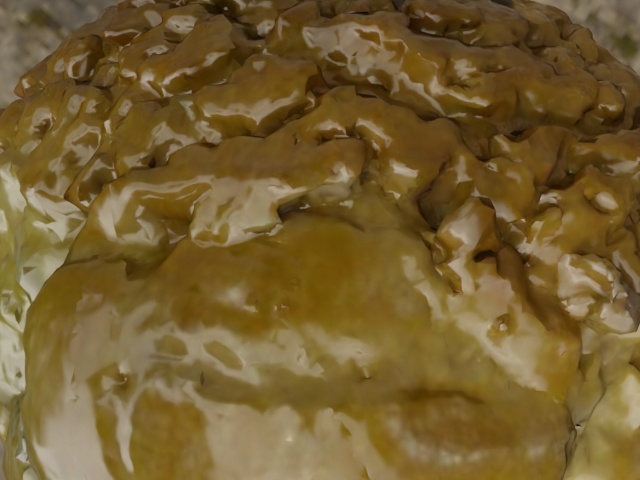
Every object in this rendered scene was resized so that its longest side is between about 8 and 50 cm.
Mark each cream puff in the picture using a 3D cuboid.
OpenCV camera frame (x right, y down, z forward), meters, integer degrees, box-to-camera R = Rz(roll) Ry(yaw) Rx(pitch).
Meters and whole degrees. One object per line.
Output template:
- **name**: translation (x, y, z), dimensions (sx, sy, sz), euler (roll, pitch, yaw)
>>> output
- **cream puff**: translation (0.000, 0.000, 0.759), dimensions (0.327, 0.343, 0.231), euler (2, 94, 21)
